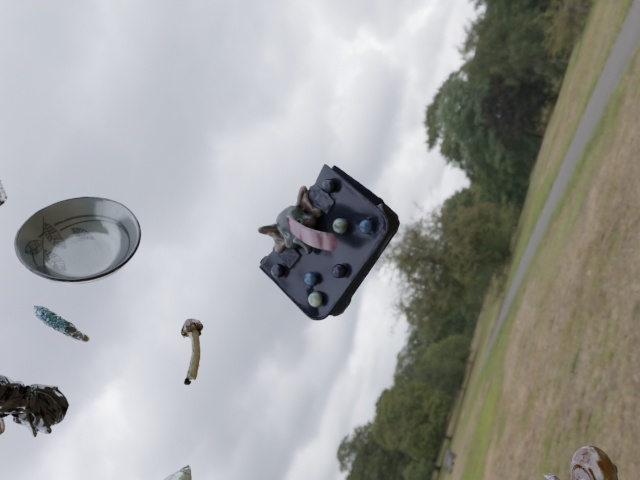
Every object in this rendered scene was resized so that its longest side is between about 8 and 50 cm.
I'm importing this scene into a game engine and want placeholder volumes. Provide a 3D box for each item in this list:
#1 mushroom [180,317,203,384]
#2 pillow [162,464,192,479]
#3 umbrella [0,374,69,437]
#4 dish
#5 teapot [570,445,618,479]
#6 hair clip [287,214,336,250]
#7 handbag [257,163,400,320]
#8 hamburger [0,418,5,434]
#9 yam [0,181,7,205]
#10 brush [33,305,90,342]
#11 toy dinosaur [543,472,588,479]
[{"bbox_3d":[-0.355,0.301,1.796,0.061,0.060,0.186,66,-163,-62],"label":"mushroom"},{"bbox_3d":[-0.357,0.624,1.506,0.254,0.078,0.144,43,-122,-87],"label":"pillow"},{"bbox_3d":[-0.649,0.327,1.373,0.340,0.118,0.118,69,-140,-59],"label":"umbrella"},{"bbox_3d":[-0.622,0.022,1.707,0.106,0.317,0.316,95,-161,-44],"label":"dish"},{"bbox_3d":[0.522,0.445,1.223,0.098,0.078,0.129,-169,68,-69],"label":"teapot"},{"bbox_3d":[-0.024,-0.015,1.461,0.022,0.137,0.054,-46,-34,-32],"label":"hair clip"},{"bbox_3d":[0.000,0.000,1.550,0.325,0.269,0.118,-58,-21,19],"label":"handbag"},{"bbox_3d":[-0.845,0.399,1.476,0.286,0.243,0.146,157,111,-67],"label":"hamburger"},{"bbox_3d":[-0.695,-0.069,1.181,0.255,0.154,0.154,-32,-21,-2],"label":"yam"},{"bbox_3d":[-0.376,0.135,0.987,0.021,0.070,0.196,-59,-4,-16],"label":"brush"},{"bbox_3d":[0.312,0.327,0.713,0.082,0.209,0.039,10,-71,-31],"label":"toy dinosaur"}]
